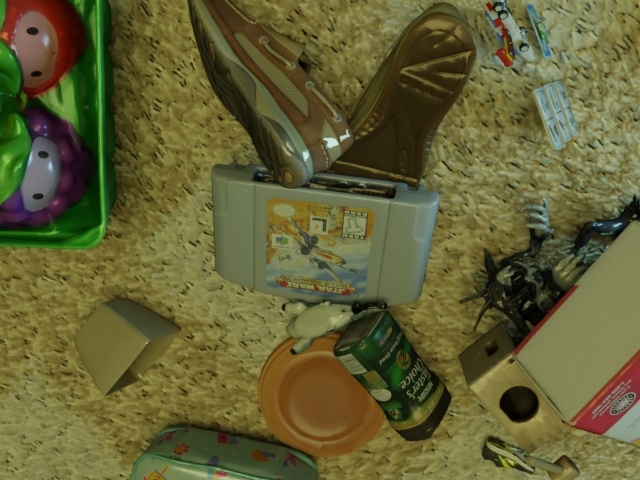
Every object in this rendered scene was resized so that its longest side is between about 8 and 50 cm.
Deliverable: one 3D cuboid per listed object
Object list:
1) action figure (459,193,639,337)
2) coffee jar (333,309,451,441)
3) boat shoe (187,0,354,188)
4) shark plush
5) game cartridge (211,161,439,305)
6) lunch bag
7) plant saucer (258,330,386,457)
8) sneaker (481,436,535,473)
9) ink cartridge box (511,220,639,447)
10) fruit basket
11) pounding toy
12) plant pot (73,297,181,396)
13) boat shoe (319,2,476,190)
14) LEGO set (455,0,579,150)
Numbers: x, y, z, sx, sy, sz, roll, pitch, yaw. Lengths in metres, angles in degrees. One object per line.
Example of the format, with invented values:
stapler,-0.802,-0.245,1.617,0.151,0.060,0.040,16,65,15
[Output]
action figure,0.313,0.025,1.015,0.276,0.164,0.141,-23,138,3
coffee jar,0.105,0.191,1.080,0.079,0.096,0.184,-23,111,44
boat shoe,-0.070,-0.214,1.000,0.116,0.123,0.324,-27,72,-15
shark plush,0.015,0.101,1.076,0.161,0.067,0.073,-30,71,23
game cartridge,0.000,0.000,1.045,0.297,0.062,0.198,7,125,5
lunch bag,-0.150,0.407,1.143,0.279,0.108,0.224,9,107,5
plant saucer,0.004,0.232,1.136,0.200,0.037,0.200,1,100,4
sneaker,0.278,0.323,1.137,0.083,0.031,0.035,30,115,3
ink cartridge box,0.421,0.136,0.953,0.306,0.131,0.226,24,111,-41
fruit basket,-0.410,-0.166,0.932,0.283,0.392,0.392,2,100,4
pounding toy,0.296,0.232,1.038,0.094,0.181,0.206,-41,95,10
plant pot,-0.288,0.143,1.113,0.096,0.109,0.109,43,101,9
boat shoe,0.097,-0.151,1.025,0.122,0.110,0.341,27,119,-11
LEGO set,0.252,-0.233,0.970,0.060,0.182,0.244,-19,96,30
